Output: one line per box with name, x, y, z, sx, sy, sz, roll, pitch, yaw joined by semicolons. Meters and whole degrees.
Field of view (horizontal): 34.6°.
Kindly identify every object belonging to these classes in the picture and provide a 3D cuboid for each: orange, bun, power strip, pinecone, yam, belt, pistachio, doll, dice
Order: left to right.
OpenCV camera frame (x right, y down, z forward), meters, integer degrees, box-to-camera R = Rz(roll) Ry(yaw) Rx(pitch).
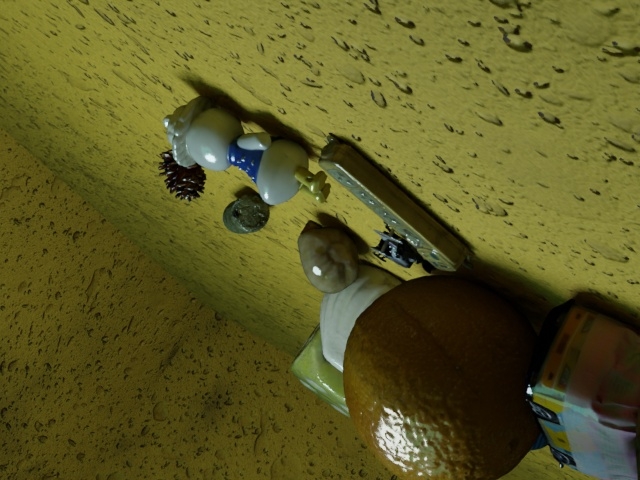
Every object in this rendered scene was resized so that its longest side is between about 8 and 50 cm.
pinecone;-0.259;-0.131;1.981;0.109;0.102;0.102;65;164;-4
doll;-0.119;-0.135;1.575;0.293;0.119;0.138;23;157;20
yam;-0.153;-0.051;2.072;0.078;0.078;0.179;36;171;-11
belt;0.000;0.000;1.957;0.083;0.036;0.059;40;165;-33
pistachio;0.014;0.041;1.881;0.126;0.108;0.185;22;158;19
dice;0.084;0.275;2.374;0.238;0.227;0.233;35;166;1
bun;0.085;0.189;1.990;0.263;0.175;0.263;35;148;25
power strip;0.111;-0.042;1.475;0.305;0.044;0.064;38;166;-22
orange;0.190;0.217;1.629;0.322;0.322;0.357;43;179;-39

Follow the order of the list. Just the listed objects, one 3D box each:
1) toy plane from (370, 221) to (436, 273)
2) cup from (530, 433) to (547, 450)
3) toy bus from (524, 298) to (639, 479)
toy plane;0.121;0.010;1.605;0.078;0.053;0.197;25;175;25
cup;0.386;0.305;1.955;0.176;0.131;0.155;42;166;17
toy bus;0.414;0.228;1.484;0.162;0.171;0.386;16;161;27
